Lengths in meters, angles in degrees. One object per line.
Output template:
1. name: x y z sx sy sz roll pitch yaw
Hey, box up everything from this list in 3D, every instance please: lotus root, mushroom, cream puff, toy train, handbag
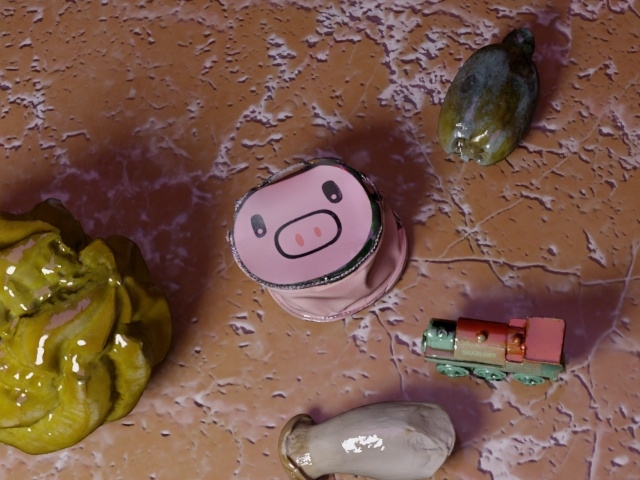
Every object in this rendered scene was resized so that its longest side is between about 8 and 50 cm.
1. lotus root: 0.222 -0.186 1.612 0.113 0.088 0.192 26 77 2
2. mushroom: 0.056 0.242 1.500 0.212 0.088 0.097 -12 102 12
3. cream puff: -0.347 0.078 1.512 0.291 0.257 0.324 -35 69 -32
4. toy train: 0.204 0.123 1.493 0.176 0.118 0.074 8 70 11
5. handbag: 0.000 0.000 1.575 0.205 0.116 0.179 -25 68 3
